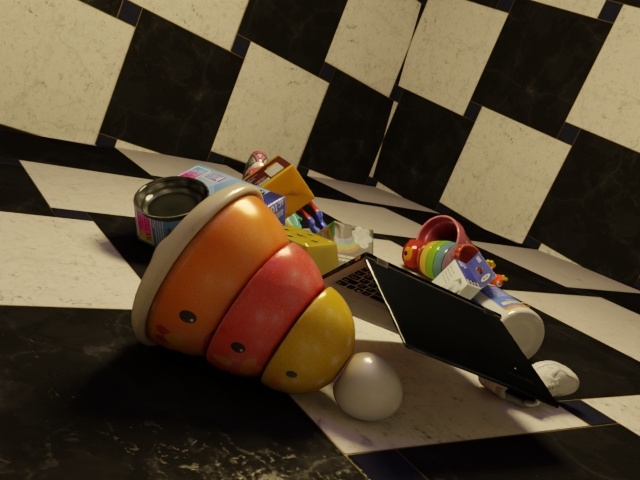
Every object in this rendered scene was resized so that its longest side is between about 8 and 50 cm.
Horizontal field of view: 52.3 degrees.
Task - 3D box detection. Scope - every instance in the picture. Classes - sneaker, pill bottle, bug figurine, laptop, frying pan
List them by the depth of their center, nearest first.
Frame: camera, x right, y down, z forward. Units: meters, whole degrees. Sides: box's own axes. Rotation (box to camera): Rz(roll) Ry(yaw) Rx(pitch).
[{"bbox_3d":[0.196,0.208,1.340,0.382,0.236,0.408,25,-32,-25],"label":"laptop"},{"bbox_3d":[0.467,0.324,1.421,0.232,0.090,0.115,3,21,-12],"label":"sneaker"},{"bbox_3d":[-0.332,-0.123,1.742,0.326,0.053,0.197,-14,40,-18],"label":"frying pan"},{"bbox_3d":[0.461,0.206,1.749,0.152,0.152,0.272,11,13,-17],"label":"pill bottle"},{"bbox_3d":[0.532,0.174,1.966,0.279,0.072,0.216,46,-19,-21],"label":"bug figurine"},{"bbox_3d":[-0.222,-0.192,2.285,0.121,0.112,0.299,7,-29,-13],"label":"sneaker"},{"bbox_3d":[-0.131,-0.084,2.536,0.110,0.107,0.275,32,13,-16],"label":"sneaker"}]

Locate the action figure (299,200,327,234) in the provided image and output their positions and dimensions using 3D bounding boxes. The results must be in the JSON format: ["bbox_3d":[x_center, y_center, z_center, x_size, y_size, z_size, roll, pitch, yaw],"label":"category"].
[{"bbox_3d":[0.000,0.000,2.135,0.091,0.139,0.280,-39,92,-36],"label":"action figure"}]

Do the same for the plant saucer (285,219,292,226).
[{"bbox_3d":[-0.254,-0.039,2.160,0.333,0.081,0.333,11,12,-19],"label":"plant saucer"}]

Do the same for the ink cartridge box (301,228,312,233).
[{"bbox_3d":[0.054,-0.010,2.316,0.181,0.056,0.225,8,-6,-31],"label":"ink cartridge box"}]

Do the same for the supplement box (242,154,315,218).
[{"bbox_3d":[-0.154,-0.150,2.061,0.129,0.191,0.194,56,-5,-24],"label":"supplement box"}]

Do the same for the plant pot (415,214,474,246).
[{"bbox_3d":[0.507,0.022,2.578,0.180,0.201,0.201,25,3,-42],"label":"plant pot"}]

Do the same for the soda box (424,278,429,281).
[{"bbox_3d":[0.346,0.173,1.977,0.063,0.058,0.183,6,16,-36],"label":"soda box"}]

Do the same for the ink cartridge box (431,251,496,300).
[{"bbox_3d":[0.368,0.129,1.806,0.045,0.224,0.223,42,12,-9],"label":"ink cartridge box"}]

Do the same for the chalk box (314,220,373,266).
[{"bbox_3d":[0.062,0.074,1.831,0.132,0.213,0.132,12,-21,-24],"label":"chalk box"}]

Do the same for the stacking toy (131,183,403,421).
[{"bbox_3d":[-0.057,0.153,1.166,0.480,0.350,0.350,34,16,11],"label":"stacking toy"}]

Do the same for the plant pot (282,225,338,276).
[{"bbox_3d":[-0.074,0.072,1.624,0.212,0.187,0.212,21,13,29],"label":"plant pot"}]

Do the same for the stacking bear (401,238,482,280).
[{"bbox_3d":[0.410,0.070,2.317,0.164,0.175,0.289,0,11,-43],"label":"stacking bear"}]

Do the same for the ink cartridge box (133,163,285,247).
[{"bbox_3d":[-0.281,-0.052,1.821,0.396,0.151,0.270,23,40,27],"label":"ink cartridge box"}]
